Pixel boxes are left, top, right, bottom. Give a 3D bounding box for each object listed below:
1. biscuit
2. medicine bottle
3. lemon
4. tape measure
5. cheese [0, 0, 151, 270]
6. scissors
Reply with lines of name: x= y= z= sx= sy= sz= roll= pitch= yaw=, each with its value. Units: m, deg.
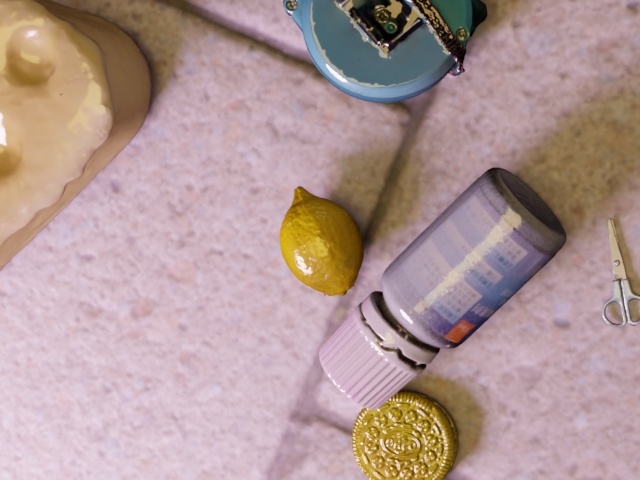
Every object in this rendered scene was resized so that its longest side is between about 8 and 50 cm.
biscuit: x=0.066 y=0.158 z=1.284 sx=0.084 sy=0.023 sz=0.084 roll=2 pitch=97 yaw=18
medicine bottle: x=0.087 y=0.039 z=1.229 sx=0.203 sy=0.083 sz=0.083 roll=-44 pitch=84 yaw=18
lemon: x=0.000 y=0.000 z=1.260 sx=0.065 sy=0.065 sz=0.092 roll=-24 pitch=81 yaw=18
tape measure: x=0.046 y=-0.168 z=1.212 sx=0.125 sy=0.081 sz=0.146 roll=-41 pitch=88 yaw=0
cheese: x=-0.307 y=-0.100 z=1.315 sx=0.384 sy=0.104 sz=0.384 roll=3 pitch=99 yaw=17
scissors: x=0.225 y=0.024 z=1.226 sx=0.036 sy=0.006 sz=0.083 roll=-8 pitch=95 yaw=15
